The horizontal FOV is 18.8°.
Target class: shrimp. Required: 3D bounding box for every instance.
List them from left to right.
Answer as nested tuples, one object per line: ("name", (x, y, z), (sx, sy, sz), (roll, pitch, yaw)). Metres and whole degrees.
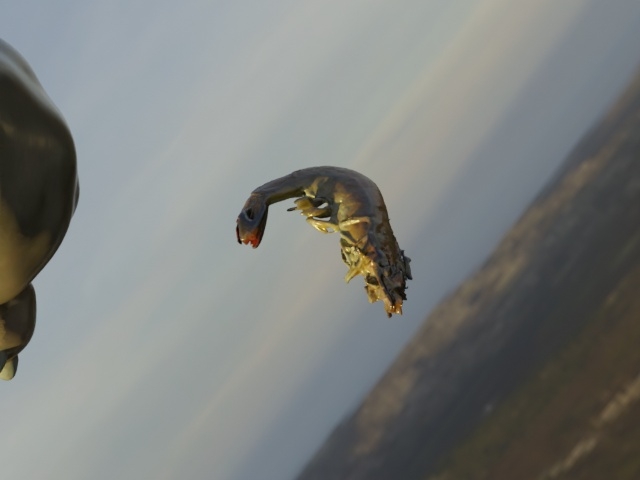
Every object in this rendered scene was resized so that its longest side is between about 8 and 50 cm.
("shrimp", (0.000, -0.001, 1.479), (0.178, 0.124, 0.034), (-107, 17, -45))

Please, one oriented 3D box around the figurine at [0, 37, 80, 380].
("figurine", (-0.268, -0.103, 1.227), (0.203, 0.381, 0.248), (-17, -21, 16))
